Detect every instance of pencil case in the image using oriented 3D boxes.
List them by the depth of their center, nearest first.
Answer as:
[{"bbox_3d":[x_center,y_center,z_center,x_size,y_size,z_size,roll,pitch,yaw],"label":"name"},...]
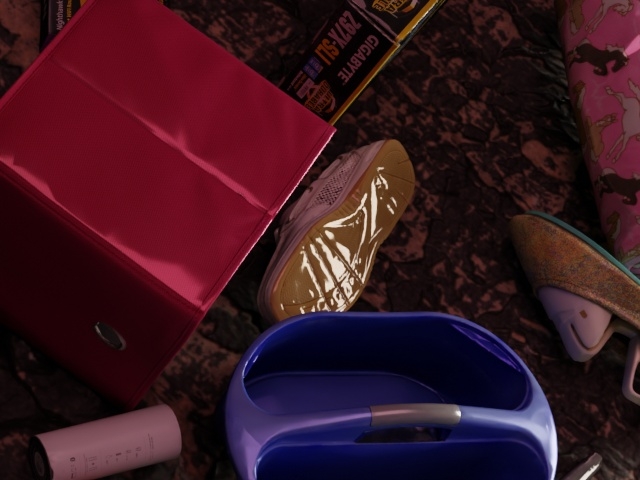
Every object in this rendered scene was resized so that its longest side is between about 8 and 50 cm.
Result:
[{"bbox_3d":[0.375,-0.126,2.158,0.160,0.167,0.386,35,42,-56],"label":"pencil case"}]

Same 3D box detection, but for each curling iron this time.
[{"bbox_3d":[0.203,0.289,1.931,0.035,0.068,0.274,46,51,5],"label":"curling iron"}]

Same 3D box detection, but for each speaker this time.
[{"bbox_3d":[-0.200,0.193,1.803,0.136,0.055,0.055,-13,70,-28],"label":"speaker"}]

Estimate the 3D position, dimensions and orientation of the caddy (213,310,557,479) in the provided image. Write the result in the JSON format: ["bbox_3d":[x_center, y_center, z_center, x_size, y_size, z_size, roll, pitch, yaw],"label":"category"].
[{"bbox_3d":[0.058,0.192,1.841,0.341,0.179,0.241,1,65,-23],"label":"caddy"}]

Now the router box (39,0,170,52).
[{"bbox_3d":[-0.227,-0.273,2.036,0.133,0.046,0.179,6,62,-20],"label":"router box"}]

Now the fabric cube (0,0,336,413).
[{"bbox_3d":[-0.187,-0.040,1.809,0.258,0.254,0.259,36,57,-3],"label":"fabric cube"}]

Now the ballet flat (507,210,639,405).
[{"bbox_3d":[0.329,0.103,2.050,0.348,0.123,0.123,35,56,-3],"label":"ballet flat"}]

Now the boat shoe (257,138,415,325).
[{"bbox_3d":[0.000,0.000,1.970,0.277,0.096,0.098,-51,126,-42],"label":"boat shoe"}]

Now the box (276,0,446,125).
[{"bbox_3d":[0.087,-0.259,2.039,0.079,0.257,0.322,40,55,1],"label":"box"}]
